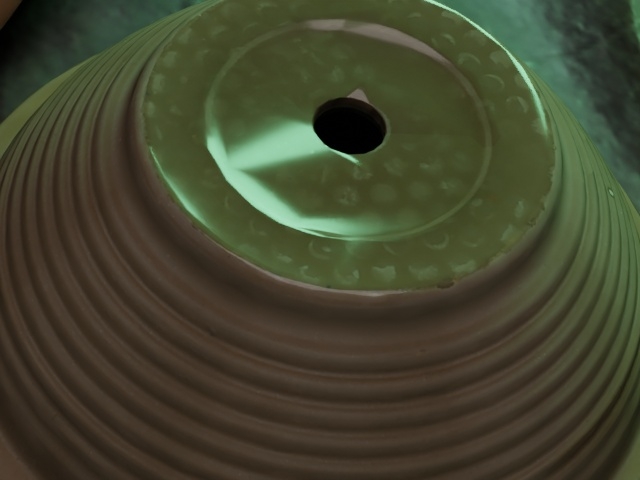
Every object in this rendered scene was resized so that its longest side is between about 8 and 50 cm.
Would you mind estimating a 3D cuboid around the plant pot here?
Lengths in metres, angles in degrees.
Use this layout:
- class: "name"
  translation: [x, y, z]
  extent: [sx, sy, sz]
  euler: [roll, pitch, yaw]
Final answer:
- class: "plant pot"
  translation: [0.000, 0.000, 0.503]
  extent: [0.237, 0.110, 0.237]
  euler: [4, 52, -5]

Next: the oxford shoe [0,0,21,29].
- class: "oxford shoe"
  translation: [-0.168, -0.139, 0.595]
  extent: [0.397, 0.140, 0.146]
  euler: [-37, 35, -25]
